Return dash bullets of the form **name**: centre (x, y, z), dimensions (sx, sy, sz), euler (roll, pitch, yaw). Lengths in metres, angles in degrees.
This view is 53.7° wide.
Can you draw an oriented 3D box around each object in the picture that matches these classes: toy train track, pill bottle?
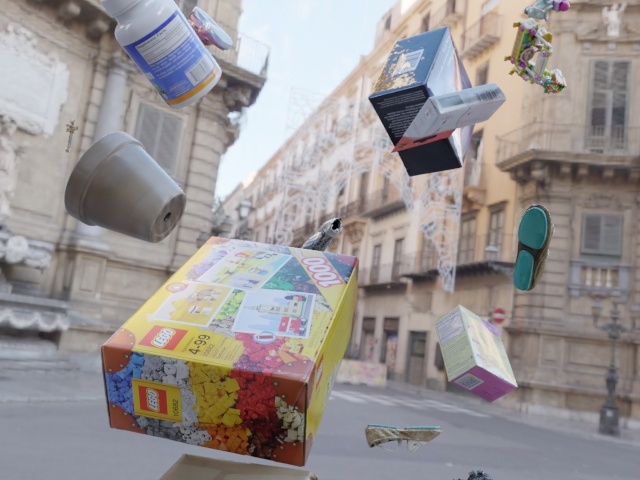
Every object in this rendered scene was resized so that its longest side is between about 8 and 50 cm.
- **toy train track**: centre (-0.614, -0.257, 1.543), dimensions (0.048, 0.083, 0.014), euler (-1, -11, 34)
- **pill bottle**: centre (-0.355, -0.443, 1.403), dimensions (0.152, 0.152, 0.272), euler (-1, -43, 42)

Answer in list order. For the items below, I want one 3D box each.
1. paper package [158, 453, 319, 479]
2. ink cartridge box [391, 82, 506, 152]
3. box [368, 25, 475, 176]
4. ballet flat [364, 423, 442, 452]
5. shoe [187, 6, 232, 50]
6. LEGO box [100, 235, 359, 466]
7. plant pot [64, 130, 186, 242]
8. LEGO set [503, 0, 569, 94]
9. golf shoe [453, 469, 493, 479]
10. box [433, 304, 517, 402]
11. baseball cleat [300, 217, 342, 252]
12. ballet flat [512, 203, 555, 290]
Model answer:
- **paper package**: centre (-0.130, 0.547, 1.081), dimensions (0.325, 0.309, 0.168), euler (-5, 21, 32)
- **ink cartridge box**: centre (0.291, -0.263, 1.464), dimensions (0.189, 0.066, 0.232), euler (-17, -21, -23)
- **box**: centre (0.311, -0.396, 1.814), dimensions (0.182, 0.296, 0.294), euler (-6, -46, 34)
- **ballet flat**: centre (0.213, 0.511, 1.627), dimensions (0.206, 0.067, 0.073), euler (-8, -24, 27)
- **shoe**: centre (-0.285, -0.500, 1.564), dimensions (0.063, 0.081, 0.178), euler (14, 31, -51)
- **LEGO box**: centre (-0.147, 0.191, 1.302), dimensions (0.372, 0.193, 0.500), euler (8, 24, 10)
- **plant pot**: centre (-0.596, -0.143, 2.023), dimensions (0.280, 0.323, 0.323), euler (30, -6, 9)
- **LEGO set**: centre (0.482, -0.377, 1.355), dimensions (0.132, 0.107, 0.287), euler (-31, -37, 4)
- **golf shoe**: centre (0.173, 0.409, 0.922), dimensions (0.198, 0.077, 0.094), euler (-20, -58, 16)
- **box**: centre (0.504, 0.371, 2.069), dimensions (0.213, 0.243, 0.117), euler (30, -55, -30)
- **baseball cleat**: centre (0.000, 0.000, 2.080), dimensions (0.072, 0.206, 0.109), euler (37, -25, -8)
- **ballet flat**: centre (0.730, 0.014, 2.126), dimensions (0.124, 0.342, 0.116), euler (-24, 36, -33)
